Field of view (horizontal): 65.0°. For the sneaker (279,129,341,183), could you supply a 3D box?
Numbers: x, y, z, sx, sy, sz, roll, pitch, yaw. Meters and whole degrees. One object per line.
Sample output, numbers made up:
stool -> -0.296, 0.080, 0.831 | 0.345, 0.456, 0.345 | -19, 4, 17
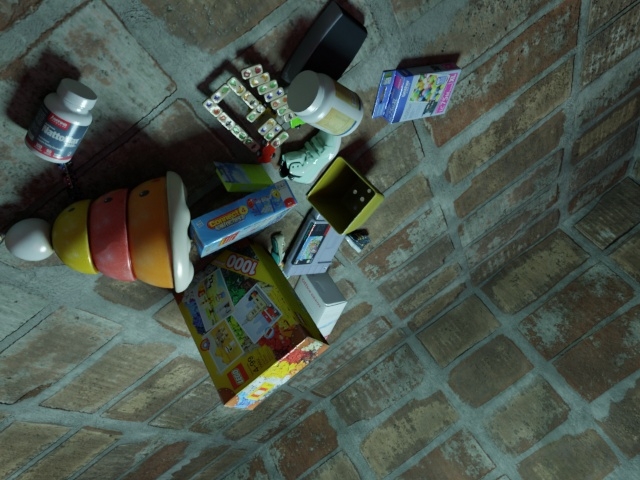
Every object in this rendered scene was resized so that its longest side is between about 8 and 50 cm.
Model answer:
sneaker -> -0.039, -0.292, 1.670 | 0.151, 0.094, 0.255 | -4, 138, -47

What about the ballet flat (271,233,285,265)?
ballet flat -> -0.164, 0.040, 2.015 | 0.052, 0.057, 0.168 | -29, 148, -28

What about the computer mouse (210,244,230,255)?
computer mouse -> -0.315, -0.032, 1.815 | 0.242, 0.041, 0.071 | -39, 156, -7

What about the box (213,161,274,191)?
box -> -0.247, -0.200, 1.593 | 0.178, 0.109, 0.042 | -3, 135, -39

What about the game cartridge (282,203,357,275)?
game cartridge -> 0.000, 0.000, 2.083 | 0.230, 0.068, 0.354 | -6, 133, -46

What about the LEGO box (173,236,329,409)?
LEGO box -> -0.264, 0.291, 1.834 | 0.373, 0.500, 0.193 | -40, 147, 6

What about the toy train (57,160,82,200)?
toy train -> -0.670, -0.166, 1.339 | 0.036, 0.027, 0.158 | -9, 140, -18

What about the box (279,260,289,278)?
box -> -0.175, 0.131, 2.140 | 0.094, 0.027, 0.137 | -41, 146, 7

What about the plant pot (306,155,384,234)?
plant pot -> 0.117, -0.163, 1.895 | 0.212, 0.212, 0.187 | -50, 157, 21

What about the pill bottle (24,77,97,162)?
pill bottle -> -0.605, -0.282, 1.179 | 0.108, 0.108, 0.180 | 14, 122, -49

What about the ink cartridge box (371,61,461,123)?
ink cartridge box -> 0.337, -0.516, 1.767 | 0.312, 0.065, 0.185 | -15, 141, -26

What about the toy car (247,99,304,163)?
toy car -> -0.116, -0.368, 1.553 | 0.225, 0.053, 0.239 | -26, 146, -15

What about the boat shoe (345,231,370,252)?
boat shoe -> 0.162, -0.011, 2.237 | 0.083, 0.065, 0.183 | -42, 152, 5

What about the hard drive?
hard drive -> 0.017, -0.539, 1.458 | 0.172, 0.054, 0.254 | 15, 122, -49

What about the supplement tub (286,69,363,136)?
supplement tub -> 0.014, -0.395, 1.455 | 0.200, 0.144, 0.144 | 14, 123, -49

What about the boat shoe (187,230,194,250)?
boat shoe -> -0.511, 0.019, 1.662 | 0.207, 0.073, 0.073 | -4, 133, -38

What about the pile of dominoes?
pile of dominoes -> -0.178, -0.365, 1.421 | 0.196, 0.040, 0.251 | -40, 139, 9

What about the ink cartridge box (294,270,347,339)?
ink cartridge box -> -0.029, 0.310, 2.312 | 0.131, 0.226, 0.306 | -7, 138, -37

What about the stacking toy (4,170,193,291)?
stacking toy -> -0.607, -0.010, 1.393 | 0.481, 0.350, 0.350 | -5, 138, -16

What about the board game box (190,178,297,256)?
board game box -> -0.251, -0.063, 1.578 | 0.302, 0.086, 0.308 | -26, 180, -17
